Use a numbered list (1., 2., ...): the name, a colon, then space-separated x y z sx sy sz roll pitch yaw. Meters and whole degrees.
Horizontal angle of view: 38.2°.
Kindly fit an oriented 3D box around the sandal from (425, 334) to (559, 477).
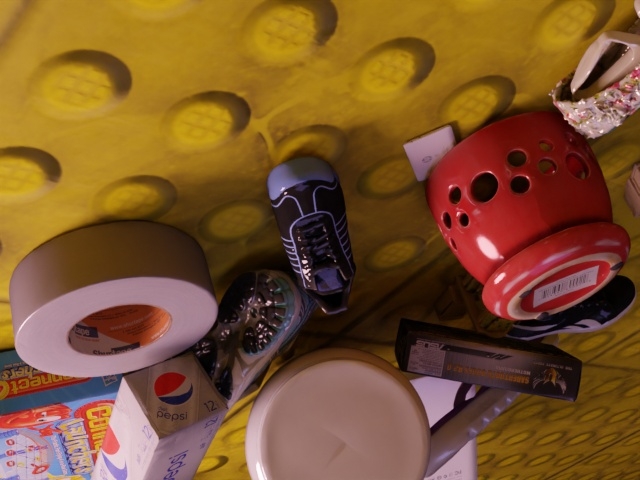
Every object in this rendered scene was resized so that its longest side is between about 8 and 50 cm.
1. sandal: 0.254 0.216 1.435 0.416 0.102 0.169 -28 161 -52

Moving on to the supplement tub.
1. supplement tub: 0.018 0.263 1.228 0.235 0.235 0.325 -15 172 -6

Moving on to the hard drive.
1. hard drive: 0.166 0.356 1.588 0.210 0.040 0.319 -12 118 -11

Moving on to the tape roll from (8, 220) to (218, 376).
1. tape roll: -0.226 0.069 1.017 0.219 0.072 0.219 -14 151 -8

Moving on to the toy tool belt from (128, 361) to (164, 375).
1. toy tool belt: -0.229 0.177 1.232 0.052 0.051 0.083 -52 155 1

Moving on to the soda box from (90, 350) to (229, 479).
1. soda box: -0.210 0.261 1.159 0.098 0.091 0.286 -19 152 -34

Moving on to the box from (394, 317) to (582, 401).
1. box: 0.221 0.160 1.267 0.231 0.056 0.183 10 180 1

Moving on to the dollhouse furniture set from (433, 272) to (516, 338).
1. dollhouse furniture set: 0.279 0.080 1.289 0.161 0.101 0.182 -3 147 -25

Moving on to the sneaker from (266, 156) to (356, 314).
1. sneaker: 0.000 0.000 1.008 0.081 0.090 0.232 -19 151 1

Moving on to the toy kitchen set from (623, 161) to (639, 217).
1. toy kitchen set: 0.441 -0.059 1.181 0.075 0.068 0.083 -17 151 -2

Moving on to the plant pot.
1. plant pot: 0.233 -0.021 1.018 0.191 0.174 0.191 -16 149 -10

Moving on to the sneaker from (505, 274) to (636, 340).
1. sneaker: 0.374 0.088 1.378 0.216 0.079 0.121 -17 152 1

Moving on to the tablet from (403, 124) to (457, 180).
1. tablet: 0.123 -0.094 1.007 0.054 0.006 0.083 -22 150 7

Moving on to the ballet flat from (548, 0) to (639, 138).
1. ballet flat: 0.313 -0.190 0.882 0.077 0.091 0.241 23 131 -19

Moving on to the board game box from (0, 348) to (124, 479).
1. board game box: -0.401 0.250 1.206 0.302 0.086 0.308 -10 150 -14

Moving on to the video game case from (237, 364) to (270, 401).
1. video game case: -0.101 0.182 1.252 0.087 0.122 0.011 -34 104 25

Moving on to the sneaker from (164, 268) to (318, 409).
1. sneaker: -0.092 0.141 1.167 0.122 0.110 0.283 -10 150 -51
